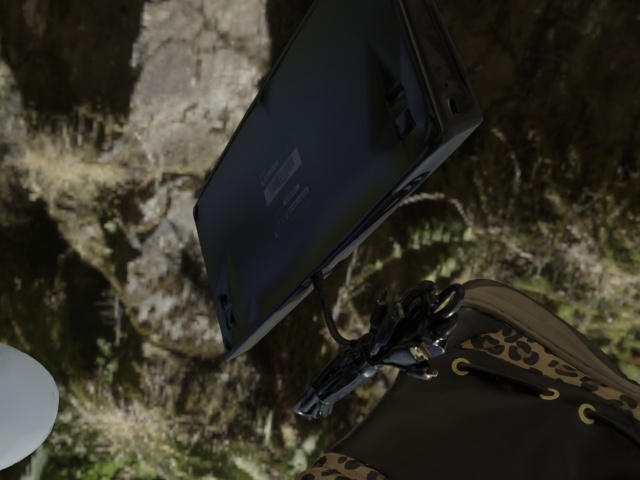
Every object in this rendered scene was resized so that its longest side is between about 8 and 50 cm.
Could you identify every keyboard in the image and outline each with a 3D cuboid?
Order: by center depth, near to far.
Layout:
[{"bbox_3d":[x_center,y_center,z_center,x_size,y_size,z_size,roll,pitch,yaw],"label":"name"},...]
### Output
[{"bbox_3d":[0.000,0.000,0.542,0.033,0.317,0.201,-6,-110,-25],"label":"keyboard"}]

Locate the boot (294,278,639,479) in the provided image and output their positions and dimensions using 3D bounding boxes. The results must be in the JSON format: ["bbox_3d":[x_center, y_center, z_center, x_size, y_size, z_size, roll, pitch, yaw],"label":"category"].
[{"bbox_3d":[0.175,0.218,0.746,0.377,0.138,0.284,39,-126,20],"label":"boot"}]

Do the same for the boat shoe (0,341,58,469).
[{"bbox_3d":[-0.336,0.106,0.686,0.306,0.113,0.105,4,-170,-44],"label":"boat shoe"}]
